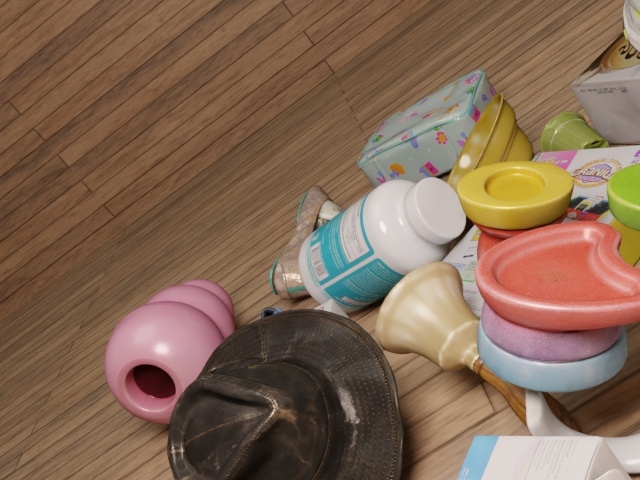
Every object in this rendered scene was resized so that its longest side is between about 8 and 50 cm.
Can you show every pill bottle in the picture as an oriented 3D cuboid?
[{"bbox_3d":[0.092,0.004,1.139,0.264,0.146,0.146,-33,18,48],"label":"pill bottle"}]

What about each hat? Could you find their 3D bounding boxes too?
[{"bbox_3d":[-0.077,0.211,0.862,0.331,0.134,0.331,-15,62,31],"label":"hat"}]

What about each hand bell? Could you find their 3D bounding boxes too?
[{"bbox_3d":[0.180,0.136,0.808,0.126,0.126,0.242,-42,47,-8],"label":"hand bell"}]

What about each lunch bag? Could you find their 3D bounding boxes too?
[{"bbox_3d":[0.222,-0.210,1.495,0.279,0.108,0.224,-22,23,37],"label":"lunch bag"}]

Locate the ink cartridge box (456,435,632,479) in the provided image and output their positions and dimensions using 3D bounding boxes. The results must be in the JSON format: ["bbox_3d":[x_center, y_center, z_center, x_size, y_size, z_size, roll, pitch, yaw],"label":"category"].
[{"bbox_3d":[0.192,0.224,0.633,0.143,0.092,0.090,-16,30,48],"label":"ink cartridge box"}]

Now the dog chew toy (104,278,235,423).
[{"bbox_3d":[-0.243,0.174,1.362,0.207,0.206,0.332,-32,12,19],"label":"dog chew toy"}]

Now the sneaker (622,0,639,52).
[{"bbox_3d":[0.489,-0.228,0.853,0.145,0.147,0.384,-38,50,-8],"label":"sneaker"}]

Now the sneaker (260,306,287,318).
[{"bbox_3d":[-0.047,0.157,1.212,0.069,0.082,0.209,-40,21,-10],"label":"sneaker"}]

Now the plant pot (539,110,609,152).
[{"bbox_3d":[0.380,-0.138,1.128,0.083,0.083,0.079,-38,33,2],"label":"plant pot"}]

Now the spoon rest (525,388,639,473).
[{"bbox_3d":[0.318,0.141,0.641,0.276,0.084,0.137,-14,26,22],"label":"spoon rest"}]

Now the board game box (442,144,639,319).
[{"bbox_3d":[0.288,0.004,0.982,0.316,0.064,0.242,-45,21,-18],"label":"board game box"}]

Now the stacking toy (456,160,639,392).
[{"bbox_3d":[0.279,0.033,0.745,0.280,0.130,0.309,-4,28,11],"label":"stacking toy"}]

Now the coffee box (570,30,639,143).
[{"bbox_3d":[0.527,-0.273,1.085,0.297,0.119,0.168,-43,21,-11],"label":"coffee box"}]

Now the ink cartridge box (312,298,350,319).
[{"bbox_3d":[-0.022,0.189,1.026,0.176,0.127,0.128,-30,22,20],"label":"ink cartridge box"}]

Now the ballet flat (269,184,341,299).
[{"bbox_3d":[0.000,0.000,1.471,0.106,0.107,0.316,-6,38,23],"label":"ballet flat"}]

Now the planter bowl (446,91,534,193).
[{"bbox_3d":[0.264,-0.109,1.177,0.217,0.090,0.217,-154,90,-90],"label":"planter bowl"}]
